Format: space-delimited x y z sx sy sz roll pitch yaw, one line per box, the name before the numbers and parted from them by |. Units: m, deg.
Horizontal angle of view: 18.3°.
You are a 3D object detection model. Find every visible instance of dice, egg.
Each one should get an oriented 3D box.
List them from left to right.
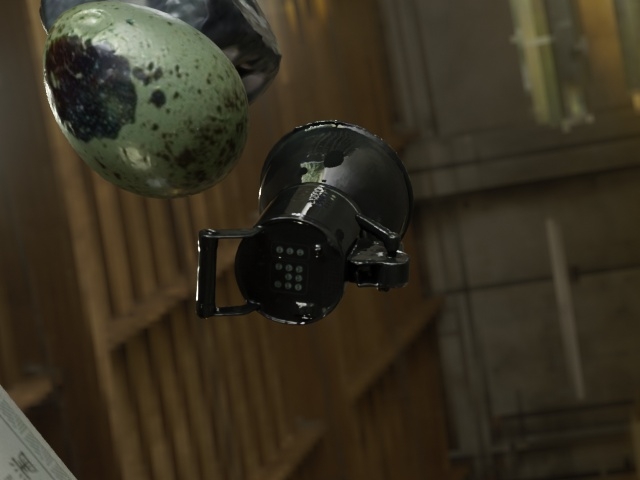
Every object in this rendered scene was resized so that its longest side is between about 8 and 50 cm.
egg | -0.085 -0.069 0.954 0.110 0.085 0.085 43 -152 -12
dice | -0.159 -0.213 2.008 0.182 0.183 0.181 59 -172 23

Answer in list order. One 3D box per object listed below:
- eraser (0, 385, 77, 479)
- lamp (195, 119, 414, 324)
eraser | -0.274 0.196 1.597 0.404 0.098 0.096 51 -148 -6
lamp | 0.000 0.000 1.728 0.227 0.172 0.147 -63 -20 -66
